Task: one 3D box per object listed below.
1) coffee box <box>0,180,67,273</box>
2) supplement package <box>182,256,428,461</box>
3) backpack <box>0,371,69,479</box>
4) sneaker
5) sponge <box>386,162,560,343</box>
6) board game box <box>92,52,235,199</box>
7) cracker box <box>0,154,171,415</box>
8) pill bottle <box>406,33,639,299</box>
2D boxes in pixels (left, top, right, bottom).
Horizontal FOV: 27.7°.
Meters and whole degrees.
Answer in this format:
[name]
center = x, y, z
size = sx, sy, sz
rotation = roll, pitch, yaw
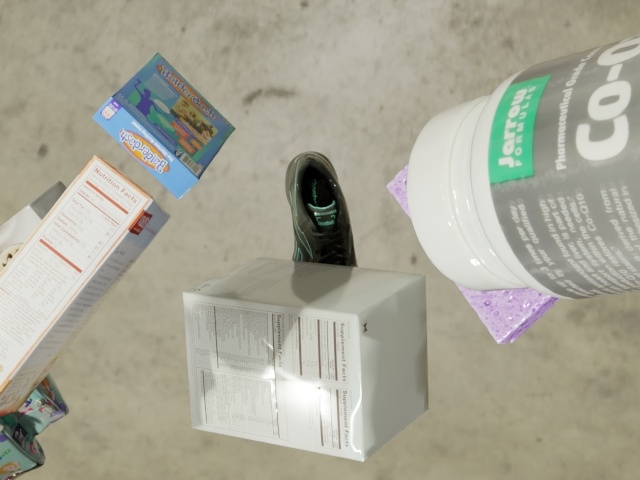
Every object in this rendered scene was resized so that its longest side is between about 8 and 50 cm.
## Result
[coffee box]
center = -0.475, 0.065, 2.023
size = 0.297, 0.119, 0.168
rotation = -33, 101, 24
[supplement package]
center = -0.016, 0.149, 1.732
size = 0.262, 0.199, 0.198
rotation = 6, 106, 29
[backpack]
center = -0.394, 0.134, 1.316
size = 0.191, 0.225, 0.253
rotation = -43, 141, -1
[sneaker]
center = 0.000, 0.000, 1.885
size = 0.101, 0.106, 0.267
rotation = -14, 88, -5
[sponge]
center = 0.165, -0.014, 1.302
size = 0.117, 0.210, 0.031
rotation = -46, 155, 27
[board game box]
center = -0.211, -0.162, 1.798
size = 0.160, 0.210, 0.047
rotation = 44, 115, -9
[cracker box]
center = -0.230, 0.043, 1.119
size = 0.067, 0.156, 0.232
rotation = 38, 86, 2
[pill bottle]
center = 0.252, -0.058, 1.035
size = 0.204, 0.204, 0.361
rotation = 43, 148, -27
